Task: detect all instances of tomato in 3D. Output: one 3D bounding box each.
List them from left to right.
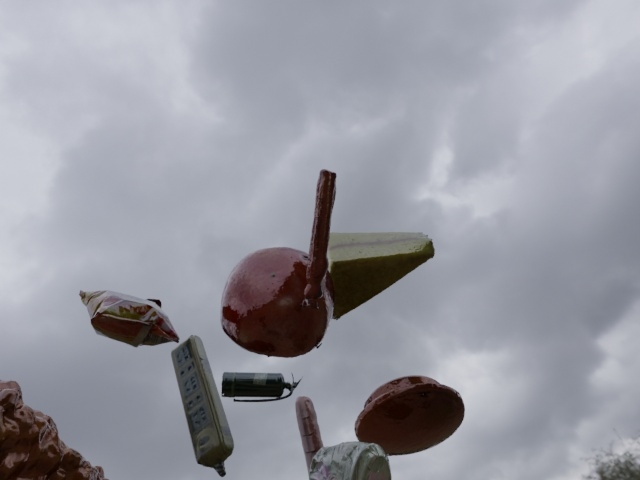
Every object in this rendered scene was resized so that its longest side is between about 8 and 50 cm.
[{"bbox_3d":[-0.114,0.133,1.140,0.338,0.338,0.143,-12,-41,-15],"label":"tomato"}]

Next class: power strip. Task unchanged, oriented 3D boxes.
[{"bbox_3d":[-0.310,0.419,1.119,0.092,0.387,0.066,-37,-38,5],"label":"power strip"}]

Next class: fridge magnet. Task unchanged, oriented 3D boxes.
[{"bbox_3d":[0.284,0.568,1.392,0.364,0.155,0.363,-5,-53,-7],"label":"fridge magnet"}]

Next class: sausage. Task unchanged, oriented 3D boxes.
[{"bbox_3d":[-0.027,0.783,1.627,0.088,0.433,0.088,-10,-44,-10],"label":"sausage"}]

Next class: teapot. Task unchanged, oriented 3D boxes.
[{"bbox_3d":[0.081,0.570,1.050,0.178,0.163,0.222,-11,-22,39],"label":"teapot"}]

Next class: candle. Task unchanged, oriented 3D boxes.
[{"bbox_3d":[0.000,0.000,1.007,0.051,0.048,0.329,5,-82,-19],"label":"candle"}]

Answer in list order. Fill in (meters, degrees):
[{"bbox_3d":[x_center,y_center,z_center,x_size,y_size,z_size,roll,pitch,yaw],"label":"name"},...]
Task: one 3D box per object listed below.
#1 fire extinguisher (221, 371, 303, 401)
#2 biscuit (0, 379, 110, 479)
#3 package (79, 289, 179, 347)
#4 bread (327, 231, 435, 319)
[{"bbox_3d":[-0.211,0.535,1.591,0.294,0.118,0.093,2,-50,-4],"label":"fire extinguisher"},{"bbox_3d":[-0.387,0.366,0.499,0.111,0.318,0.312,-4,-53,13],"label":"biscuit"},{"bbox_3d":[-0.502,0.198,1.118,0.223,0.288,0.108,24,-97,-32],"label":"package"},{"bbox_3d":[0.197,0.099,1.452,0.362,0.233,0.244,-4,-66,-2],"label":"bread"}]
